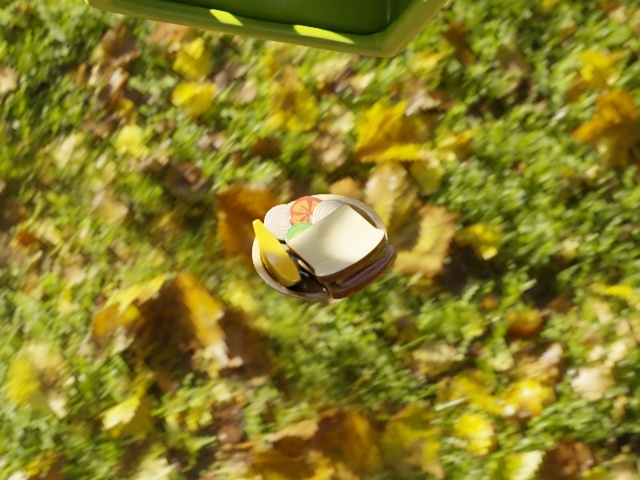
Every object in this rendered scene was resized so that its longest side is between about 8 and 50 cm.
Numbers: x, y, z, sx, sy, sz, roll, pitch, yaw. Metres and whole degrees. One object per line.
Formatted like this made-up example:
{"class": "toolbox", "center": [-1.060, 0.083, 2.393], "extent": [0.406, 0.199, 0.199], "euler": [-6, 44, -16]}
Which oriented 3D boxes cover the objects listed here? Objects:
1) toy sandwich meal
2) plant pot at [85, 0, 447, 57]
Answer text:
{"class": "toy sandwich meal", "center": [0.000, 0.000, 0.981], "extent": [0.086, 0.029, 0.085], "euler": [-5, 49, 6]}
{"class": "plant pot", "center": [-0.018, -0.263, 1.118], "extent": [0.228, 0.227, 0.207], "euler": [9, 73, -13]}
